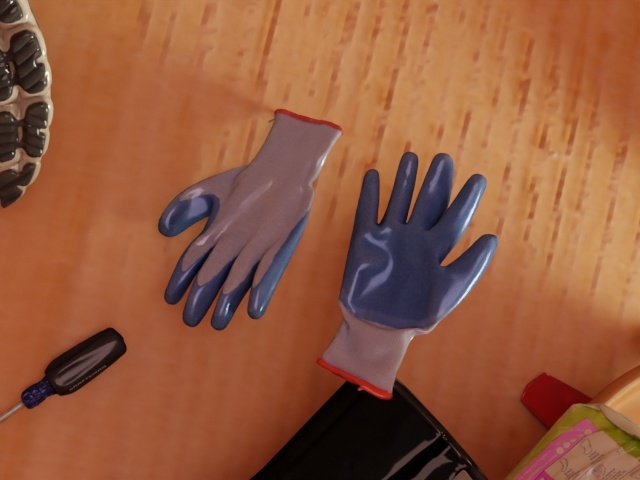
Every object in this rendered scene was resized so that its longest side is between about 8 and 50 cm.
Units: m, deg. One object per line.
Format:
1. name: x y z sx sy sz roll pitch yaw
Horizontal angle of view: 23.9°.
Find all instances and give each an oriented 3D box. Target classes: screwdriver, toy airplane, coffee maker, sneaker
1. screwdriver: -0.189 0.106 0.904 0.170 0.025 0.024 -35 97 -13
2. toy airplane: 0.213 0.121 1.002 0.151 0.028 0.151 0 88 -13
3. coffee maker: -0.008 0.158 0.899 0.178 0.120 0.171 -43 98 -12
4. sneaker: -0.207 -0.151 0.866 0.107 0.110 0.275 -4 107 3

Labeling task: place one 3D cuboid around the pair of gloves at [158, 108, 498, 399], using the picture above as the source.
1. pair of gloves: 0.000 0.000 0.909 0.198 0.023 0.159 22 70 18

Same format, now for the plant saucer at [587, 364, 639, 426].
1. plant saucer: 0.227 0.161 0.976 0.200 0.037 0.200 -6 110 -18

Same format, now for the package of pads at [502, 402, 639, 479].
1. package of pads: 0.132 0.260 0.874 0.296 0.101 0.229 -48 130 -1
